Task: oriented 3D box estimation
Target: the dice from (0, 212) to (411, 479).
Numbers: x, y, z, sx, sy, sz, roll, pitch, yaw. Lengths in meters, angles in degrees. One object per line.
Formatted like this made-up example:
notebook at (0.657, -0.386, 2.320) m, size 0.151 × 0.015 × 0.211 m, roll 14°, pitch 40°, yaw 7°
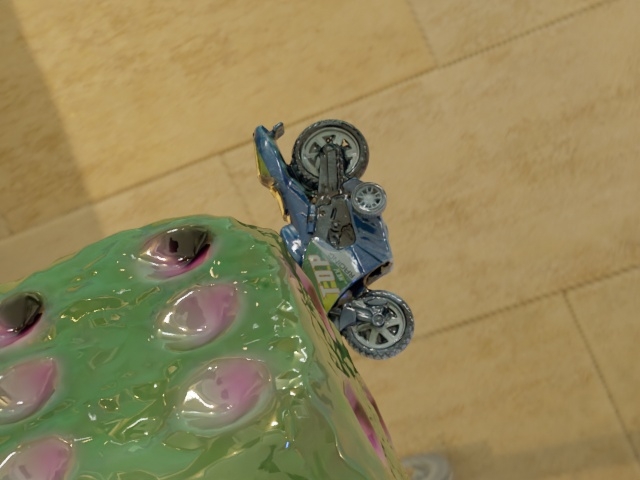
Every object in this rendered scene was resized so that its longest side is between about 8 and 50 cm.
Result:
dice at (-0.103, 0.197, 1.057) m, size 0.318 × 0.322 × 0.330 m, roll -26°, pitch 127°, yaw 1°

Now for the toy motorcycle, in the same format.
toy motorcycle at (0.000, 0.000, 1.363) m, size 0.136 × 0.092 × 0.254 m, roll -13°, pitch 69°, yaw -1°
